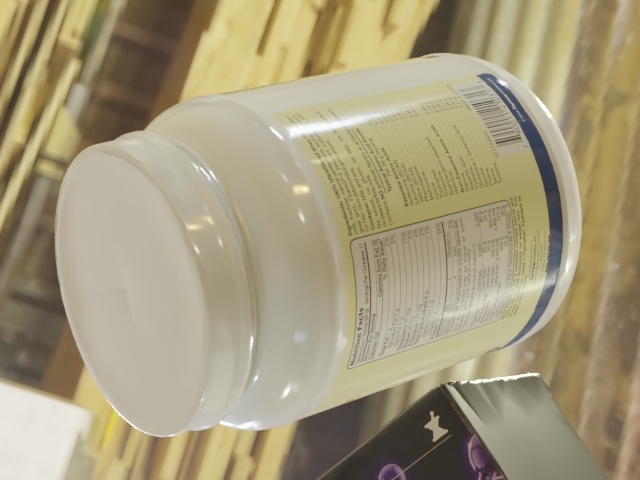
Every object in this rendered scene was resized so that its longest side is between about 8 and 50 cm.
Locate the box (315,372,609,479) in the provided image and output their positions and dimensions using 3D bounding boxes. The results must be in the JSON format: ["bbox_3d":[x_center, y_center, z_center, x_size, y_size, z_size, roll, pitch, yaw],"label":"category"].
[{"bbox_3d":[0.023,0.202,0.596,0.261,0.103,0.184,-42,-114,22],"label":"box"}]

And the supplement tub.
[{"bbox_3d":[0.000,0.000,1.052,0.235,0.324,0.235,24,-59,48],"label":"supplement tub"}]
